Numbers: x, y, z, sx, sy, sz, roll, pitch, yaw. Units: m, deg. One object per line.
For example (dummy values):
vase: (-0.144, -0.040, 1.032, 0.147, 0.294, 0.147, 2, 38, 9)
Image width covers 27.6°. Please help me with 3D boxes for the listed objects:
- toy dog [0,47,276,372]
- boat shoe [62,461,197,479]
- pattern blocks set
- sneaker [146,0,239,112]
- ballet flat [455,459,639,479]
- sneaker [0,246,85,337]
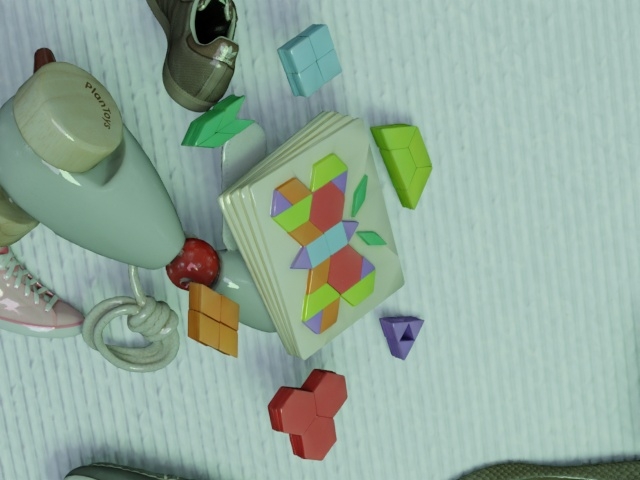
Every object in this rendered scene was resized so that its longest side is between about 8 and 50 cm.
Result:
toy dog: (-0.155, -0.047, 1.090, 0.220, 0.161, 0.333, -16, 139, 19)
boat shoe: (-0.083, 0.286, 1.207, 0.335, 0.095, 0.112, 29, 128, -4)
pattern blocks set: (0.000, 0.000, 1.098, 0.285, 0.026, 0.325, -49, 128, -25)
sneaker: (-0.094, -0.186, 1.067, 0.066, 0.188, 0.071, 20, 130, -34)
ballet flat: (0.224, 0.251, 1.222, 0.250, 0.058, 0.084, -6, 100, -2)
sneaker: (-0.271, 0.041, 1.160, 0.134, 0.051, 0.070, 14, 104, -1)
